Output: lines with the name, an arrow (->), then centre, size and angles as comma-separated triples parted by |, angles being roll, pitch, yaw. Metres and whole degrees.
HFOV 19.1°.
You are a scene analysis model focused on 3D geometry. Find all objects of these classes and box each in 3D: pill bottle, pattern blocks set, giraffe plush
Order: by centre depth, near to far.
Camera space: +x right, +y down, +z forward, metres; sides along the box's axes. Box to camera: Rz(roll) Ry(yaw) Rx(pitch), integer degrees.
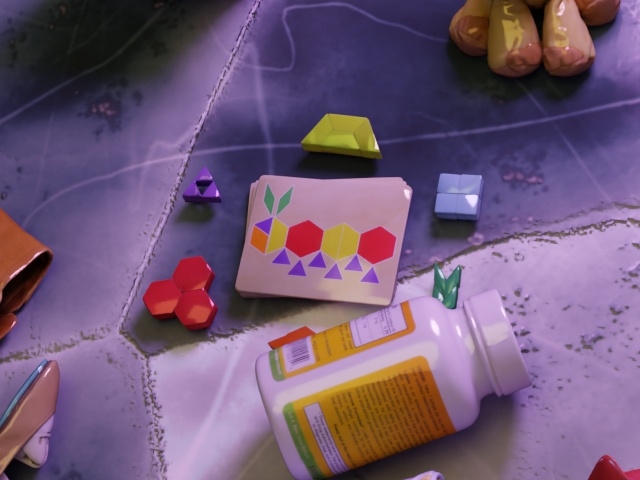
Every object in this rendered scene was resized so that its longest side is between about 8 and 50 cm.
pill bottle -> 0.072, 0.134, 1.837 | 0.246, 0.136, 0.136 | -20, 63, 4
giraffe plush -> 0.217, -0.294, 1.978 | 0.181, 0.170, 0.210 | 4, 67, 16
pattern blocks set -> 0.000, 0.000, 1.979 | 0.325, 0.026, 0.285 | 13, 70, 20

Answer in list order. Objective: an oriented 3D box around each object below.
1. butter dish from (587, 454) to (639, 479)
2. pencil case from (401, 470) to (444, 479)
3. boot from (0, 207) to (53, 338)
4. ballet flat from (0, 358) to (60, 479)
butter dish -> 0.315, 0.273, 1.723 | 0.118, 0.160, 0.160 | -21, 61, -22
pencil case -> -0.005, 0.289, 1.794 | 0.273, 0.124, 0.113 | -9, 64, 9
boot -> -0.443, 0.068, 2.019 | 0.211, 0.104, 0.295 | 35, 74, 26
ballet flat -> -0.323, 0.230, 1.943 | 0.073, 0.080, 0.232 | 38, 81, -3
